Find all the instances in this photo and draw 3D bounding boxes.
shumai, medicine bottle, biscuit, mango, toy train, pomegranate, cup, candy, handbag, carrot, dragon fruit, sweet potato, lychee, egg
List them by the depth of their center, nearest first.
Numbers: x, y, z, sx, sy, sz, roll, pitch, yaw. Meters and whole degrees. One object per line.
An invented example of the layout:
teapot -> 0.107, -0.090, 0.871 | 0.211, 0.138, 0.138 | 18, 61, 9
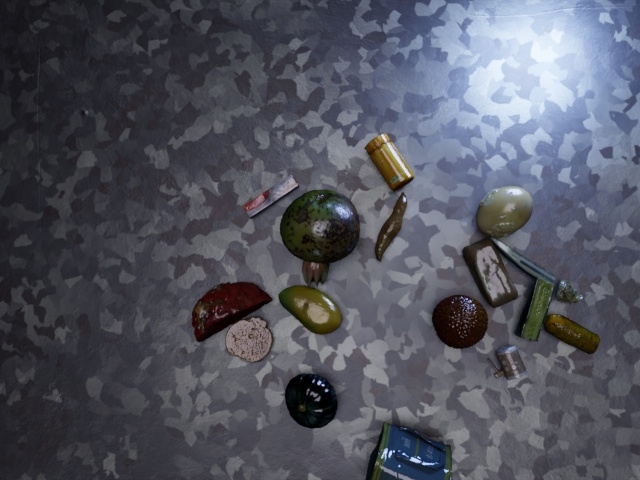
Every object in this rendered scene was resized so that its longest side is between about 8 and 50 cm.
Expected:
handbag -> 0.281, 0.737, 1.751 | 0.241, 0.263, 0.222 | 18, 111, 6
carrot -> 0.837, 0.309, 1.829 | 0.173, 0.082, 0.082 | 30, 88, 2
lychee -> 0.467, 0.268, 1.830 | 0.194, 0.194, 0.194 | -1, 83, 7
shumai -> 0.841, 0.177, 1.842 | 0.080, 0.083, 0.082 | 13, 123, 27
cup -> 0.635, 0.414, 1.853 | 0.074, 0.102, 0.099 | -13, 78, -34
egg -> 0.624, -0.097, 1.861 | 0.201, 0.164, 0.164 | -39, 80, 24
candy -> 0.579, 0.111, 1.871 | 0.104, 0.102, 0.234 | -24, 83, 3
toy train -> 0.682, 0.070, 1.874 | 0.252, 0.055, 0.048 | 33, 97, 2
pomegranate -> 0.000, 0.000, 1.896 | 0.285, 0.285, 0.340 | 8, 117, 8
dragon fruit -> -0.349, 0.220, 1.916 | 0.317, 0.205, 0.152 | -29, 80, 2
mango -> -0.032, 0.235, 1.935 | 0.237, 0.091, 0.137 | 42, 83, 9
sweet potato -> 0.256, -0.054, 1.951 | 0.067, 0.067, 0.274 | 24, 80, 9
medicine bottle -> 0.247, -0.279, 1.959 | 0.096, 0.096, 0.192 | -33, 81, 2
biscuit -> -0.252, 0.349, 1.963 | 0.170, 0.050, 0.170 | 1, 83, -8

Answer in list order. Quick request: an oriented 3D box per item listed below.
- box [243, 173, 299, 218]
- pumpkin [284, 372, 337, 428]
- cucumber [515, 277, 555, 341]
box -> -0.182, -0.162, 2.024 | 0.218, 0.039, 0.055 | -33, 82, 2
pumpkin -> -0.034, 0.548, 1.867 | 0.194, 0.150, 0.194 | -3, 78, 17
cucumber -> 0.720, 0.230, 1.847 | 0.078, 0.062, 0.211 | 15, 93, -10
